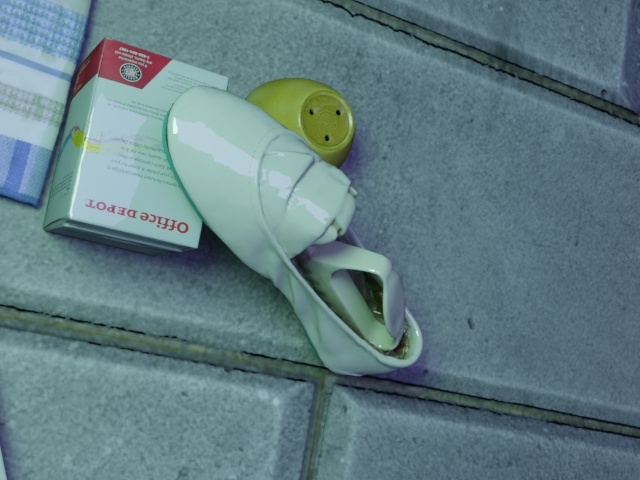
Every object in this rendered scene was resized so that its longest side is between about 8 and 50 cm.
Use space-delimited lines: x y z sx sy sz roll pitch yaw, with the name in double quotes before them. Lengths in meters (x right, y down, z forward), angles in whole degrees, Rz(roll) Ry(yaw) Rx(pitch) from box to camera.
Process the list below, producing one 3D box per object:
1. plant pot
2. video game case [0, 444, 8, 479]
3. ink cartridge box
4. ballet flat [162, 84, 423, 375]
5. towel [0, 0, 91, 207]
"plant pot" -0.015 -0.124 0.976 0.134 0.095 0.134 3 84 -27
"video game case" -0.402 0.138 0.771 0.210 0.042 0.232 -11 86 -30
"ink cartridge box" -0.183 -0.082 0.866 0.128 0.127 0.176 15 78 -27
"ballet flat" 0.000 0.000 0.875 0.139 0.139 0.400 -51 132 -22
"towel" -0.340 -0.193 0.850 0.209 0.034 0.285 15 80 -28
